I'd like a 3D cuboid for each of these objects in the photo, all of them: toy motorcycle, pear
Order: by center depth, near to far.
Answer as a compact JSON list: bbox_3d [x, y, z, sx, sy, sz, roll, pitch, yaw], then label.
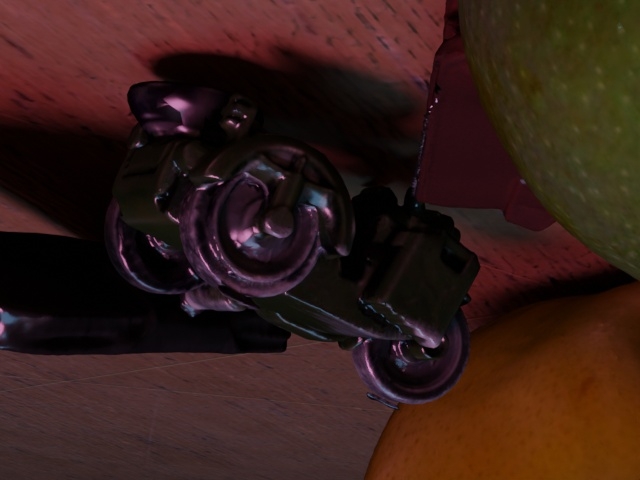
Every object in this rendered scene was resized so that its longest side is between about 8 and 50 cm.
[{"bbox_3d":[0.000,0.000,1.024,0.275,0.127,0.205,24,168,-23],"label":"toy motorcycle"},{"bbox_3d":[0.207,0.209,1.301,0.362,0.362,0.418,9,138,-11],"label":"pear"}]

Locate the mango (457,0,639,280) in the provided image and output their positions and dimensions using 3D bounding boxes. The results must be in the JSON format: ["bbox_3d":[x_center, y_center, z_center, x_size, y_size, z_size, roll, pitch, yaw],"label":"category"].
[{"bbox_3d":[0.156,-0.099,0.494,0.225,0.201,0.382,-11,165,-9],"label":"mango"}]

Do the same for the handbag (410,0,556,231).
[{"bbox_3d":[0.173,-0.058,0.856,0.260,0.084,0.275,7,166,5],"label":"handbag"}]

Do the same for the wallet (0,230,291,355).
[{"bbox_3d":[-0.162,0.030,1.146,0.197,0.051,0.377,16,-175,25],"label":"wallet"}]
